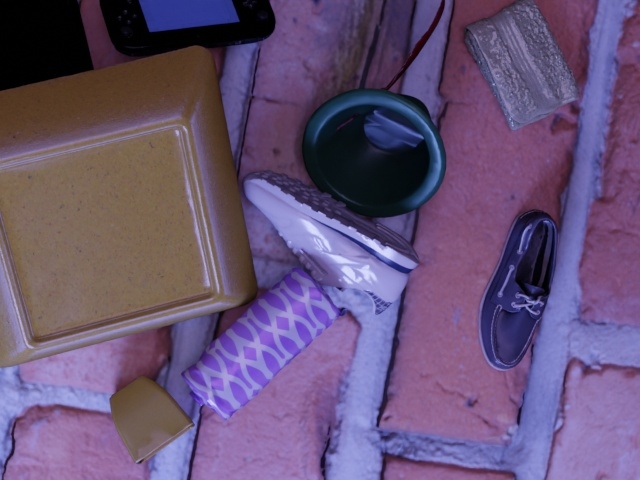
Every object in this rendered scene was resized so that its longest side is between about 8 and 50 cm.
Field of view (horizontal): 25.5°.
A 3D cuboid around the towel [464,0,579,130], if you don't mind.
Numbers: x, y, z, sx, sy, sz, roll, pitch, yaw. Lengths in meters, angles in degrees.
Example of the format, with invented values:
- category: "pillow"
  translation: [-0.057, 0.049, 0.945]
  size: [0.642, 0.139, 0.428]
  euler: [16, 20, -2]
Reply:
- category: "towel"
  translation: [0.254, -0.223, 1.771]
  size: [0.110, 0.027, 0.148]
  euler: [-29, 95, -10]

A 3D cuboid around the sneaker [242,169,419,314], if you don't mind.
- category: "sneaker"
  translation: [0.000, 0.000, 1.698]
  size: [0.235, 0.090, 0.095]
  euler: [32, 111, -1]

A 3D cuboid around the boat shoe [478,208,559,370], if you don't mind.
- category: "boat shoe"
  translation: [0.248, 0.061, 1.750]
  size: [0.075, 0.065, 0.206]
  euler: [15, 87, -10]

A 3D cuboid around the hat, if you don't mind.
- category: "hat"
  translation: [0.097, -0.154, 1.742]
  size: [0.208, 0.183, 0.173]
  euler: [-29, 110, 34]

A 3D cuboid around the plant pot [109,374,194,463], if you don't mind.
- category: "plant pot"
  translation: [-0.205, 0.206, 1.661]
  size: [0.081, 0.081, 0.083]
  euler: [-35, 84, -9]

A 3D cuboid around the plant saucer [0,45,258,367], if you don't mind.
- category: "plant saucer"
  translation: [-0.246, -0.019, 1.587]
  size: [0.333, 0.081, 0.333]
  euler: [-14, 117, -10]

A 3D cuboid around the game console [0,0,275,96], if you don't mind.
- category: "game console"
  translation: [-0.235, -0.269, 1.641]
  size: [0.361, 0.044, 0.213]
  euler: [-9, 68, -19]

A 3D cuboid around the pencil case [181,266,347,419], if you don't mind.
- category: "pencil case"
  translation: [-0.071, 0.120, 1.679]
  size: [0.206, 0.088, 0.086]
  euler: [-41, 104, -9]
